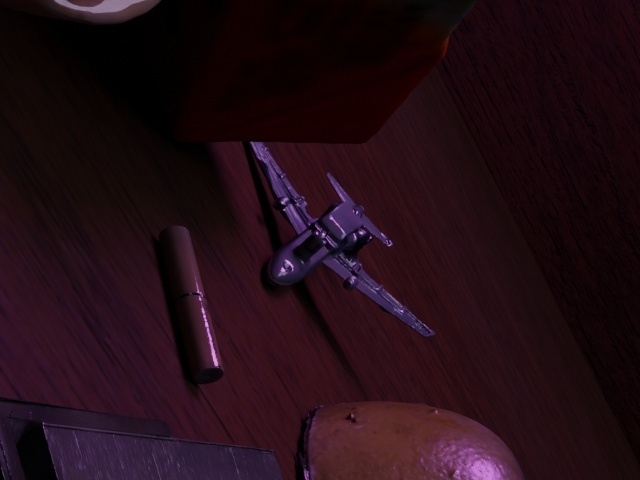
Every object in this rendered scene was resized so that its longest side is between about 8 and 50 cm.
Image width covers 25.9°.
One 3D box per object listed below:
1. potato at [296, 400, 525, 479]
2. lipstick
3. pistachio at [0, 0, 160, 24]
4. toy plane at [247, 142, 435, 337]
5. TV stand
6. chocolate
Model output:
[{"bbox_3d":[0.076,0.177,0.877,0.202,0.117,0.182,-81,147,-70],"label":"potato"},{"bbox_3d":[-0.071,0.034,0.757,0.019,0.019,0.094,46,22,-55],"label":"lipstick"},{"bbox_3d":[-0.127,-0.254,0.595,0.309,0.229,0.230,64,12,9],"label":"pistachio"},{"bbox_3d":[0.003,-0.002,1.044,0.226,0.058,0.226,49,12,1],"label":"toy plane"},{"bbox_3d":[-0.077,0.097,0.541,0.040,0.049,0.256,70,13,17],"label":"TV stand"},{"bbox_3d":[-0.034,-0.264,0.829,0.360,0.161,0.341,68,-26,15],"label":"chocolate"}]
